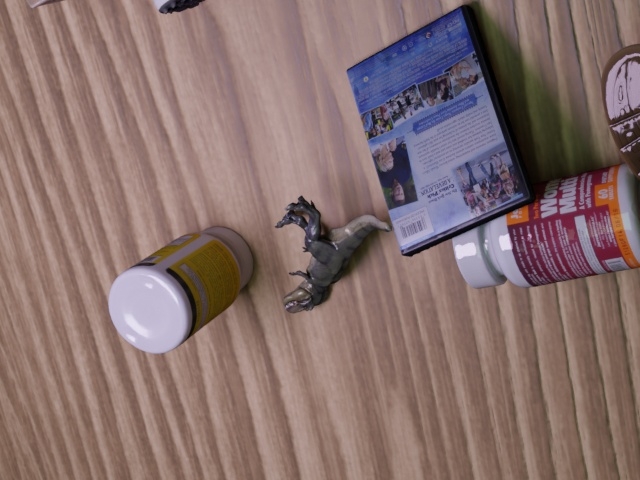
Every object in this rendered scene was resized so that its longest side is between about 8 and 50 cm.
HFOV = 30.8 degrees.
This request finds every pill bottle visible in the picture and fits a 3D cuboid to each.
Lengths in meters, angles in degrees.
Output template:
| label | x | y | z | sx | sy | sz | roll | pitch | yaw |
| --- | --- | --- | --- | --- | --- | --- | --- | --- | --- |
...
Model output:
| label | x | y | z | sx | sy | sz | roll | pitch | yaw |
| --- | --- | --- | --- | --- | --- | --- | --- | --- | --- |
| pill bottle | 0.274 | -0.011 | 1.360 | 0.221 | 0.121 | 0.121 | -12 | 103 | 28 |
| pill bottle | -0.179 | 0.059 | 1.550 | 0.119 | 0.208 | 0.119 | 9 | 112 | 23 |

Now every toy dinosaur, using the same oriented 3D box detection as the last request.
| label | x | y | z | sx | sy | sz | roll | pitch | yaw |
| --- | --- | --- | --- | --- | --- | --- | --- | --- | --- |
| toy dinosaur | 0.000 | 0.000 | 1.508 | 0.118 | 0.064 | 0.268 | 45 | 144 | 3 |

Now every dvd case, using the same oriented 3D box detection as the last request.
| label | x | y | z | sx | sy | sz | roll | pitch | yaw |
| --- | --- | --- | --- | --- | --- | --- | --- | --- | --- |
| dvd case | 0.138 | -0.129 | 1.378 | 0.180 | 0.022 | 0.253 | -25 | 72 | 30 |

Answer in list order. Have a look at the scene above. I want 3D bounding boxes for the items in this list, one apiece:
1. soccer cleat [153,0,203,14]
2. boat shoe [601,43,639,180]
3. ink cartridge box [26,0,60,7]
| label | x | y | z | sx | sy | sz | roll | pitch | yaw |
| --- | --- | --- | --- | --- | --- | --- | --- | --- | --- |
| soccer cleat | -0.106 | -0.397 | 1.406 | 0.318 | 0.108 | 0.116 | -28 | 91 | 33 |
| boat shoe | 0.420 | -0.092 | 1.277 | 0.302 | 0.098 | 0.109 | 52 | 135 | -3 |
| ink cartridge box | -0.335 | -0.423 | 1.449 | 0.088 | 0.193 | 0.235 | -23 | 98 | 28 |
